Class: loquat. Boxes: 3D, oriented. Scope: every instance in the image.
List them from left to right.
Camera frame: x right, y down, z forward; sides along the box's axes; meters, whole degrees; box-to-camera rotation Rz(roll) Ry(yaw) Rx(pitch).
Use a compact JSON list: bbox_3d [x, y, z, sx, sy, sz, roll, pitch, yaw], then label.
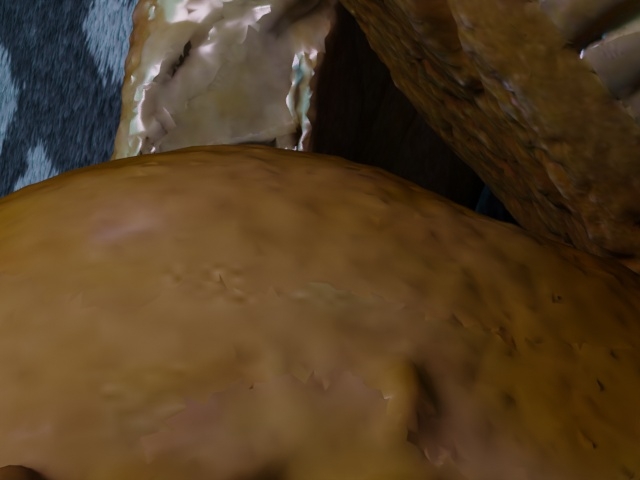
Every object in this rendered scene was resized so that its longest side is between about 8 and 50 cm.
[{"bbox_3d":[-0.011,0.136,0.496,0.328,0.328,0.328,-44,37,47],"label":"loquat"}]

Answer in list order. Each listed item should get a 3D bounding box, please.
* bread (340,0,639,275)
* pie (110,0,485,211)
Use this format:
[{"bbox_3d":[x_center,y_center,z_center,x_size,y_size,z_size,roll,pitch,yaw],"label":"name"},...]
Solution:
[{"bbox_3d":[0.088,-0.082,0.578,0.142,0.253,0.227,-42,36,2],"label":"bread"},{"bbox_3d":[0.000,0.000,0.782,0.339,0.083,0.339,6,-90,-70],"label":"pie"}]
